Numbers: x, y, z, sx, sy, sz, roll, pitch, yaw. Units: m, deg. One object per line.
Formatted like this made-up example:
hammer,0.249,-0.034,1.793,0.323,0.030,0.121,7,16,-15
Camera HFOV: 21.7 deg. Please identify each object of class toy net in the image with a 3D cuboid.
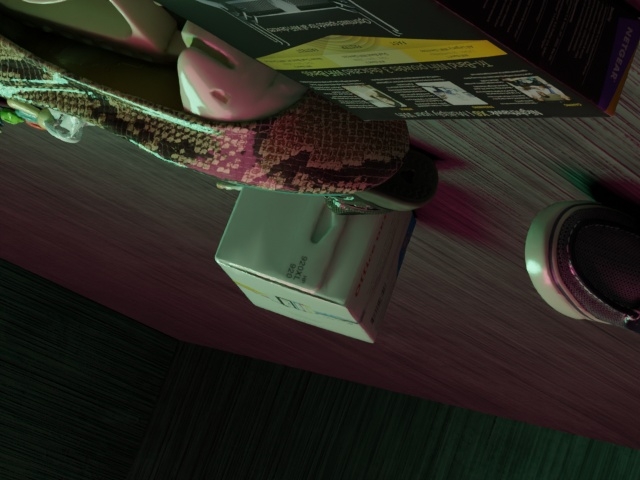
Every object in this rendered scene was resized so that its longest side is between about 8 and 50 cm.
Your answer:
toy net,-0.385,-0.156,2.258,0.232,0.045,0.122,13,167,35

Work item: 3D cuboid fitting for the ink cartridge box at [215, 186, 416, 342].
ink cartridge box,0.000,0.000,1.989,0.168,0.171,0.232,18,169,13

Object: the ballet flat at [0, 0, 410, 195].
ballet flat,-0.154,-0.171,1.517,0.483,0.164,0.182,18,149,19

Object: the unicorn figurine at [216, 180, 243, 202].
unicorn figurine,-0.077,-0.065,2.145,0.111,0.060,0.162,13,-177,33

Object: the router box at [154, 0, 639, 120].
router box,0.046,-0.175,1.253,0.243,0.081,0.309,27,167,-34

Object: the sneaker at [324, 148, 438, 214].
sneaker,0.001,-0.083,1.795,0.227,0.087,0.130,18,164,-18

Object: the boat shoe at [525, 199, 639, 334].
boat shoe,0.367,0.040,1.706,0.158,0.127,0.340,0,166,46

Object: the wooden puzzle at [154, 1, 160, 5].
wooden puzzle,-0.307,-0.276,1.290,0.348,0.080,0.322,6,169,7
